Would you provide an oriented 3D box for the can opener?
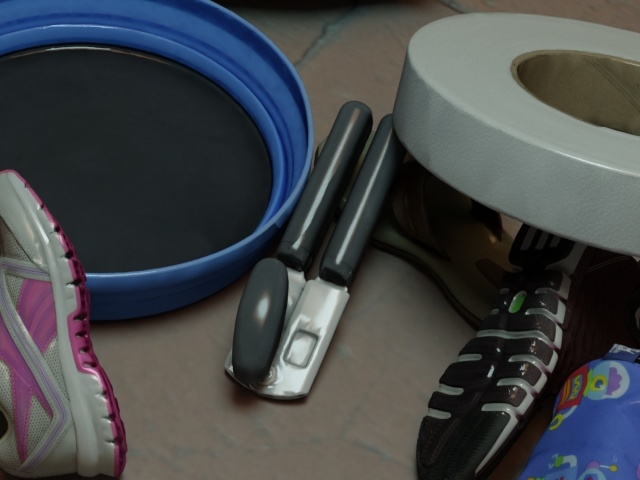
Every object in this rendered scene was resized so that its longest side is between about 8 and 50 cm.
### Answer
[{"bbox_3d":[0.000,0.000,1.484,0.076,0.095,0.283,19,69,11],"label":"can opener"}]

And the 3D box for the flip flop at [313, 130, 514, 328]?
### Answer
[{"bbox_3d":[0.110,-0.018,1.568,0.112,0.080,0.277,-28,58,-32],"label":"flip flop"}]

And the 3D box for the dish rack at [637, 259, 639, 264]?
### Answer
[{"bbox_3d":[0.400,0.009,1.610,0.208,0.074,0.271,24,46,10],"label":"dish rack"}]

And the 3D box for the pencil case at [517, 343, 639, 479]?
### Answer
[{"bbox_3d":[0.192,0.219,1.280,0.119,0.133,0.306,49,45,-18],"label":"pencil case"}]

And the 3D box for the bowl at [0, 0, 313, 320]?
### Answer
[{"bbox_3d":[-0.202,-0.089,1.577,0.391,0.077,0.391,6,47,-6],"label":"bowl"}]

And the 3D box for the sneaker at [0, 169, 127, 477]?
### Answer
[{"bbox_3d":[-0.230,0.070,1.358,0.111,0.103,0.252,-15,80,-3],"label":"sneaker"}]

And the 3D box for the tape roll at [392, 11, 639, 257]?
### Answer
[{"bbox_3d":[0.255,-0.094,1.508,0.392,0.072,0.392,11,25,-5],"label":"tape roll"}]

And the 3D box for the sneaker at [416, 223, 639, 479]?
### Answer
[{"bbox_3d":[0.201,0.114,1.455,0.162,0.106,0.281,39,70,-27],"label":"sneaker"}]
